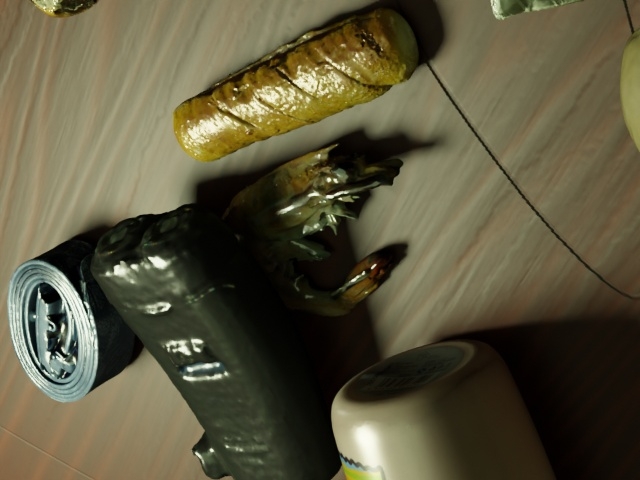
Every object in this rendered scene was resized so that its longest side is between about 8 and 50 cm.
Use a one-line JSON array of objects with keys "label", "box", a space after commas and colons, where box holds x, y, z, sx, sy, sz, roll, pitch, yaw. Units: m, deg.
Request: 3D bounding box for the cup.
[{"label": "cup", "box": [0.105, 0.212, 1.224, 0.253, 0.191, 0.200, 2, 115, 67]}]

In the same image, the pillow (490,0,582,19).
[{"label": "pillow", "box": [0.165, -0.289, 0.963, 0.051, 0.128, 0.229, 21, 129, 58]}]

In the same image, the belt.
[{"label": "belt", "box": [-0.284, 0.089, 1.452, 0.141, 0.082, 0.190, 21, 123, 25]}]

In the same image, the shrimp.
[{"label": "shrimp", "box": [-0.001, 0.001, 1.253, 0.253, 0.058, 0.173, -19, 110, 40]}]

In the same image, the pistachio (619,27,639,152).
[{"label": "pistachio", "box": [0.289, -0.104, 0.983, 0.113, 0.113, 0.149, -22, 101, 37]}]

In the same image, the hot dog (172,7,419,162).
[{"label": "hot dog", "box": [-0.032, -0.139, 1.199, 0.286, 0.061, 0.088, -24, 110, 39]}]

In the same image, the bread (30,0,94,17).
[{"label": "bread", "box": [-0.266, -0.269, 1.272, 0.083, 0.070, 0.077, 47, 127, 7]}]

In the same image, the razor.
[{"label": "razor", "box": [-0.101, 0.115, 1.314, 0.189, 0.107, 0.327, -6, 119, 43]}]
